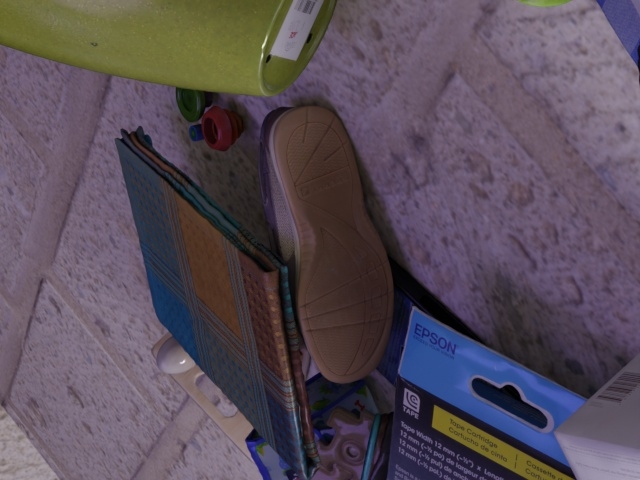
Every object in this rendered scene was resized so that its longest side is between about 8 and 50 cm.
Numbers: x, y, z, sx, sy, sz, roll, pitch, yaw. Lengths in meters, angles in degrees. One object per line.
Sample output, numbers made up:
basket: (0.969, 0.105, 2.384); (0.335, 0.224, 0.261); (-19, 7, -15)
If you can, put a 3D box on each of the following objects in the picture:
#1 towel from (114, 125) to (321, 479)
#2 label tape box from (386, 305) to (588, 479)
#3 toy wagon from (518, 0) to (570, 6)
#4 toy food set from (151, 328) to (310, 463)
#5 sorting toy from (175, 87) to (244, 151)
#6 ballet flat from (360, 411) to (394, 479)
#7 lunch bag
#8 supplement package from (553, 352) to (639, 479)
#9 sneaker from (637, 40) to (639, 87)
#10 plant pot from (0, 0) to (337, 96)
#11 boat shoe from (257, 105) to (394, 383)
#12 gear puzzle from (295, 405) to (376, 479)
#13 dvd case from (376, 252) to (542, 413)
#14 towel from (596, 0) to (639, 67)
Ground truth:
towel: (-0.110, 0.060, 1.831); (0.370, 0.040, 0.271); (40, 147, 51)
label tape box: (0.190, 0.238, 1.604); (0.249, 0.115, 0.347); (26, 126, 32)
toy wagon: (0.125, -0.268, 0.986); (0.344, 0.068, 0.267); (-104, 2, -48)
toy food set: (-0.125, 0.132, 2.098); (0.220, 0.092, 0.306); (45, 154, 19)
sorting toy: (-0.113, -0.134, 1.812); (0.102, 0.042, 0.061); (54, 142, 30)
ballet flat: (0.065, 0.307, 1.797); (0.096, 0.095, 0.280); (18, 121, -2)
lunch bag: (0.000, 0.236, 1.936); (0.096, 0.151, 0.128); (25, 143, 61)
supplement package: (0.320, 0.221, 1.380); (0.134, 0.139, 0.244); (4, 126, 57)
sneaker: (0.265, -0.010, 1.045); (0.134, 0.146, 0.343); (2, 165, 31)
plant pot: (-0.141, -0.248, 1.487); (0.293, 0.275, 0.274); (27, 147, 16)
boat shoe: (0.000, 0.000, 1.696); (0.092, 0.103, 0.285); (-148, 41, -67)
gear puzzle: (0.138, 0.306, 1.843); (0.339, 0.044, 0.175); (30, 122, 8)
dvd case: (0.135, 0.142, 1.743); (0.253, 0.022, 0.180); (43, 152, 22)
towel: (0.211, -0.180, 1.058); (0.209, 0.034, 0.285); (61, 174, 12)
